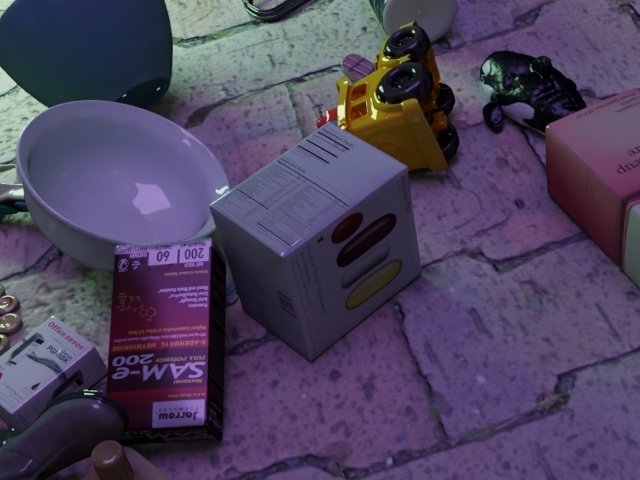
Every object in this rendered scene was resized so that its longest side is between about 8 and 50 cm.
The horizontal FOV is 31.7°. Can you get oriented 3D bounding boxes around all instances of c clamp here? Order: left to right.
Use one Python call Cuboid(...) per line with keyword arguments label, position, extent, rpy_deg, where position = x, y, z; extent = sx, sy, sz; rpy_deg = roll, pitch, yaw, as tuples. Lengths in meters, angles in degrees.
Cuboid(label="c clamp", position=(-0.080, -0.452, 2.053), extent=(0.137, 0.022, 0.161), rpy_deg=(31, 56, 31))

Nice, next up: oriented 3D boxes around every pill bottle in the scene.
Cuboid(label="pill bottle", position=(0.135, -0.443, 1.906), extent=(0.130, 0.130, 0.245), rpy_deg=(-16, 43, -3))

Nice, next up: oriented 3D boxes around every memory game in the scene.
Cuboid(label="memory game", position=(-0.501, 0.123, 1.553), extent=(0.186, 0.012, 0.186), rpy_deg=(-7, 43, 7))

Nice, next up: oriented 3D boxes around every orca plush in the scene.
Cuboid(label="orca plush", position=(0.315, -0.214, 1.640), extent=(0.151, 0.102, 0.287), rpy_deg=(-13, 43, 0))

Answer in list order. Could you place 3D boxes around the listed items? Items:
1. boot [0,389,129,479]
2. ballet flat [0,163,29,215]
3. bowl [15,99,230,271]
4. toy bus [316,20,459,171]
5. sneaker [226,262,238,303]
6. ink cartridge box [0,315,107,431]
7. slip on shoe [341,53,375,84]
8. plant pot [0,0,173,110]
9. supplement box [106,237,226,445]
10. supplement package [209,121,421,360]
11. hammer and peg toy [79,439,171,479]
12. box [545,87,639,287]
Cuboid(label="boot", position=(-0.328, 0.271, 1.255), extent=(0.246, 0.083, 0.161), rpy_deg=(-26, 27, 26))
Cuboid(label="ballet flat", position=(-0.445, -0.074, 1.686), extent=(0.248, 0.086, 0.086), rpy_deg=(4, 45, 17))
Cuboid(label="bowl", position=(-0.283, -0.051, 1.557), extent=(0.298, 0.134, 0.298), rpy_deg=(16, 38, -13))
Cuboid(label="toy bus", position=(0.084, -0.192, 1.658), extent=(0.211, 0.149, 0.220), rpy_deg=(-16, 43, 20))
Cuboid(label="sneaker", position=(-0.198, 0.075, 1.479), extent=(0.191, 0.083, 0.071), rpy_deg=(-34, 48, -19))
Cuboid(label="ink cartridge box", position=(-0.357, 0.171, 1.433), extent=(0.099, 0.056, 0.135), rpy_deg=(28, 57, 36))
Cuboid(label="slip on shoe", position=(0.091, -0.245, 1.775), extent=(0.135, 0.041, 0.051), rpy_deg=(32, 74, 18))
Cuboid(label="plant pot", position=(-0.348, -0.297, 1.800), extent=(0.290, 0.290, 0.195), rpy_deg=(-33, 81, -20))
Cuboid(label="supplement box", position=(-0.187, 0.123, 1.374), extent=(0.130, 0.073, 0.239), rpy_deg=(-5, 66, 9))
Cuboid(label="supplement package", position=(0.000, 0.000, 1.425), extent=(0.203, 0.194, 0.149), rpy_deg=(-37, 49, -23))
Cuboid(label="hammer and peg toy", position=(-0.175, 0.374, 1.126), extent=(0.361, 0.127, 0.266), rpy_deg=(28, 55, 35))
Cuboid(label="box", position=(0.412, -0.069, 1.446), extent=(0.149, 0.126, 0.232), rpy_deg=(-23, 43, -11))
